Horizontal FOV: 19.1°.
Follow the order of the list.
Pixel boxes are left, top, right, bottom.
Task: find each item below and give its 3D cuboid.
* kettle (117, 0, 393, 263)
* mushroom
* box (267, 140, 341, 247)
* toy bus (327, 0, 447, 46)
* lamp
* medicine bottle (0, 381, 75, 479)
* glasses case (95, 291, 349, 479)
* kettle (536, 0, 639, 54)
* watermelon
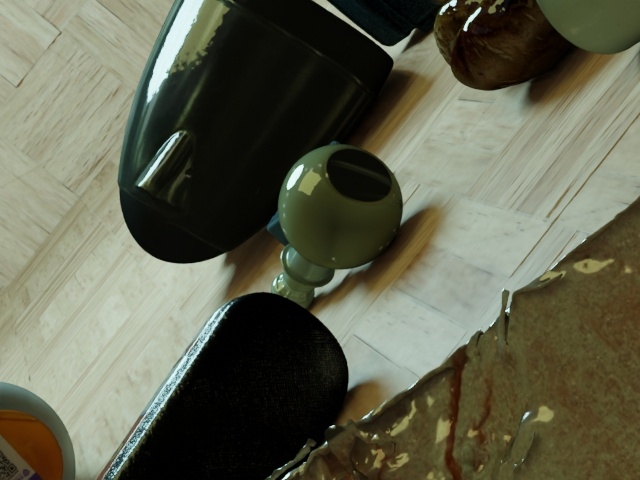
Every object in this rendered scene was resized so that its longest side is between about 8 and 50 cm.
[{"bbox_3d":[-0.092,-0.106,1.758,0.271,0.207,0.251,-59,19,0],"label":"kettle"},{"bbox_3d":[0.139,-0.157,1.349,0.135,0.080,0.170,-44,7,-30],"label":"mushroom"},{"bbox_3d":[0.004,-0.029,1.512,0.074,0.054,0.099,-36,19,45],"label":"box"},{"bbox_3d":[0.114,-0.354,1.823,0.194,0.162,0.323,-36,18,53],"label":"toy bus"},{"bbox_3d":[0.000,0.000,1.405,0.091,0.091,0.163,-62,2,-41],"label":"lamp"},{"bbox_3d":[-0.314,0.208,1.718,0.157,0.157,0.288,-55,13,-18],"label":"medicine bottle"},{"bbox_3d":[-0.077,0.150,1.174,0.267,0.103,0.067,-56,14,-24],"label":"glasses case"},{"bbox_3d":[0.217,-0.181,1.149,0.148,0.127,0.098,-28,58,55],"label":"kettle"},{"bbox_3d":[0.130,0.043,0.562,0.305,0.180,0.224,-46,24,31],"label":"watermelon"}]
